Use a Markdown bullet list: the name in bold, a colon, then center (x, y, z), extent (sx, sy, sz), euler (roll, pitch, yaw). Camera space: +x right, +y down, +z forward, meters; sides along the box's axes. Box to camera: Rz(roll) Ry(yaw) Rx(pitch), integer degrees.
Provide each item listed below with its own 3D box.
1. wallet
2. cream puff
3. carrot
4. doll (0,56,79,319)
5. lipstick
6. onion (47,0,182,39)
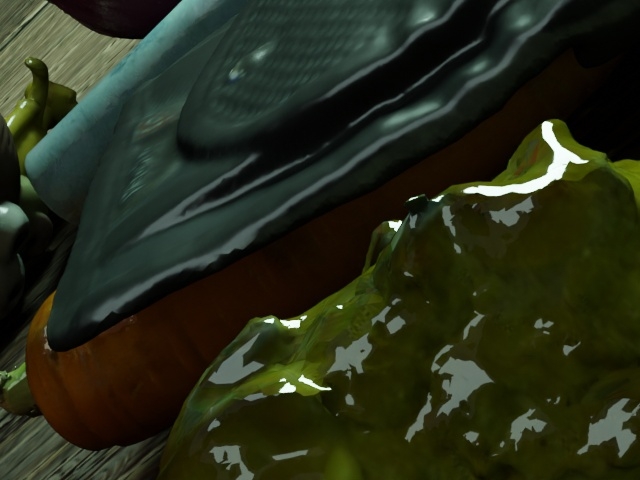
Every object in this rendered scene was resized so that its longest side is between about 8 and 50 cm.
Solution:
- **wallet**: center (0.053, -0.097, 0.612), extent (0.323, 0.041, 0.247), euler (-31, 22, 13)
- **cream puff**: center (0.039, 0.035, 0.371), extent (0.146, 0.116, 0.146), euler (-45, 21, 22)
- **carrot**: center (0.000, 0.000, 0.611), extent (0.257, 0.061, 0.061), euler (-30, 26, 18)
- **doll**: center (-0.172, -0.022, 0.917), extent (0.188, 0.096, 0.145), euler (-56, -12, -31)
- **lipstick**: center (-0.070, -0.072, 0.873), extent (0.158, 0.048, 0.048), euler (-42, 22, 20)
- **onion**: center (-0.084, -0.189, 0.974), extent (0.177, 0.153, 0.177), euler (-51, 26, 37)
